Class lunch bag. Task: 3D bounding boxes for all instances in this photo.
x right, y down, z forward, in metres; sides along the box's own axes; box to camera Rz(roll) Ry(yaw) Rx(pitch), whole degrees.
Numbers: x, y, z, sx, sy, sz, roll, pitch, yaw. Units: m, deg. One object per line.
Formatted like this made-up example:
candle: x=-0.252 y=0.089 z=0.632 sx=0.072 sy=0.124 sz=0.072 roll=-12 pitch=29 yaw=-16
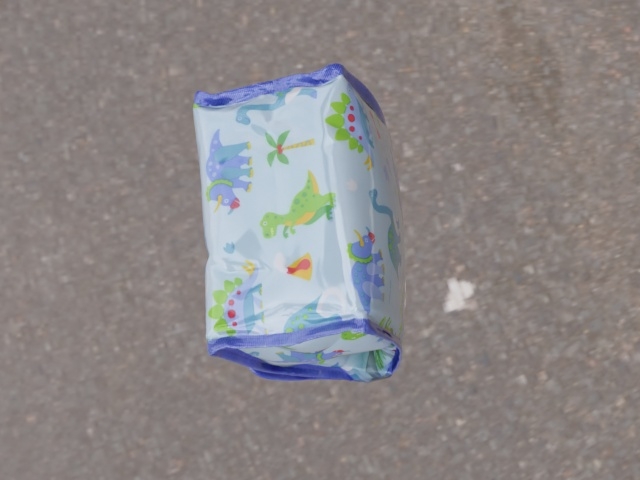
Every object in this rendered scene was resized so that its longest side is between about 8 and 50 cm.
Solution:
lunch bag: x=0.000 y=0.000 z=0.633 sx=0.096 sy=0.151 sz=0.128 roll=-8 pitch=77 yaw=19
